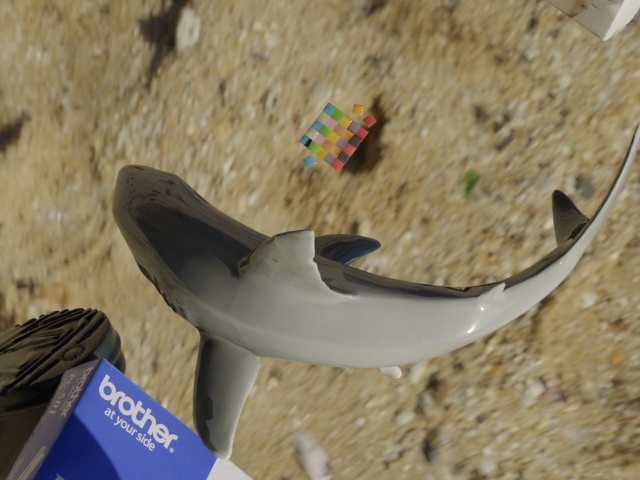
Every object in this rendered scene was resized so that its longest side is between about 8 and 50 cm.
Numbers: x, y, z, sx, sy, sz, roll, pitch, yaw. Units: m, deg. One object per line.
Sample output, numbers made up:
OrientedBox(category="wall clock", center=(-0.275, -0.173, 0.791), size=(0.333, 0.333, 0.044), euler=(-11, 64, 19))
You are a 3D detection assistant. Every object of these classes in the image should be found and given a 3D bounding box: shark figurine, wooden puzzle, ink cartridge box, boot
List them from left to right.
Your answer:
OrientedBox(category="boot", center=(-0.167, 0.159, 1.200), size=(0.207, 0.246, 0.094), euler=(57, 47, -17))
OrientedBox(category="ink cartridge box", center=(-0.082, 0.169, 1.066), size=(0.207, 0.046, 0.097), euler=(41, 54, -22))
OrientedBox(category="wooden puzzle", center=(0.013, -0.102, 1.814), size=(0.049, 0.006, 0.083), euler=(36, 105, -2))
OrientedBox(category="shark figurine", center=(0.023, 0.014, 0.926), size=(0.278, 0.116, 0.166), euler=(0, 58, 5))

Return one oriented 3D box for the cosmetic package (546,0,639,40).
OrientedBox(category="cosmetic package", center=(0.218, -0.360, 1.862), size=(0.309, 0.160, 0.113), euler=(37, 40, 17))
